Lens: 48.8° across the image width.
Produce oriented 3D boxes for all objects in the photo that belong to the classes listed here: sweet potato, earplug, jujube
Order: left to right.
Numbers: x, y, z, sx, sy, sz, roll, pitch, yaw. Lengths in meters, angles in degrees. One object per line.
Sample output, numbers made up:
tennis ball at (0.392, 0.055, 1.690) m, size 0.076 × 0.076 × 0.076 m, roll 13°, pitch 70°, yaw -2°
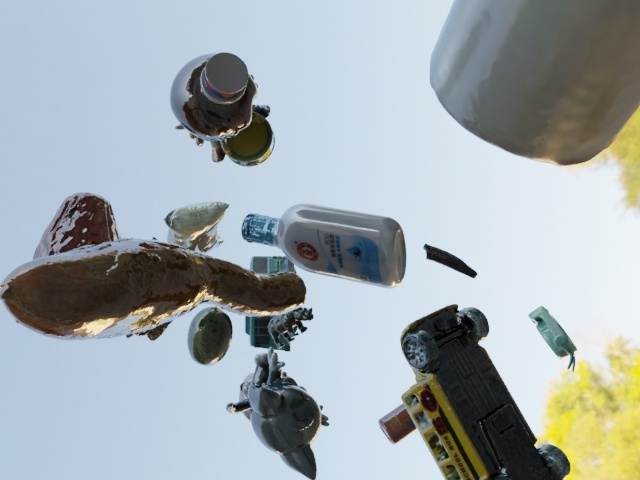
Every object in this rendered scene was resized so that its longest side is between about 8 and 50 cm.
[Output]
jujube at (-0.534, 0.035, 1.560) m, size 0.197 × 0.197 × 0.290 m, roll 35°, pitch -131°, yaw -50°
sweet potato at (-0.171, 0.051, 0.775) m, size 0.385 × 0.109 × 0.109 m, roll 2°, pitch -94°, yaw -51°
earplug at (0.347, -0.336, 0.929) m, size 0.394 × 0.313 × 0.312 m, roll 107°, pitch -174°, yaw -56°

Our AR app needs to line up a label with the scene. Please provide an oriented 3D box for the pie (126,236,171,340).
pie at (-0.250, 0.085, 1.065) m, size 0.092 × 0.034 × 0.170 m, roll 46°, pitch -138°, yaw -33°

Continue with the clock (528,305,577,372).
clock at (0.474, 0.197, 1.412) m, size 0.101 × 0.041 × 0.135 m, roll 32°, pitch -155°, yaw -56°

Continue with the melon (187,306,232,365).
melon at (-0.282, 0.241, 1.797) m, size 0.114 × 0.114 × 0.167 m, roll -18°, pitch -52°, yaw -55°

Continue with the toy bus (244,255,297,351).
toy bus at (-0.136, 0.176, 1.962) m, size 0.128 × 0.147 × 0.256 m, roll -98°, pitch 11°, yaw -62°

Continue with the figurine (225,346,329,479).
figurine at (-0.090, 0.284, 1.251) m, size 0.140 × 0.265 × 0.193 m, roll -33°, pitch -67°, yaw -35°

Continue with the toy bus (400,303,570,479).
toy bus at (0.208, 0.253, 0.911) m, size 0.121 × 0.123 × 0.335 m, roll -19°, pitch -106°, yaw -37°

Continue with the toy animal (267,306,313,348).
toy animal at (-0.058, 0.165, 1.434) m, size 0.047 × 0.136 × 0.065 m, roll -22°, pitch -103°, yaw -44°

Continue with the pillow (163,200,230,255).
pillow at (-0.282, -0.017, 1.611) m, size 0.144 × 0.254 × 0.078 m, roll -22°, pitch -105°, yaw -18°

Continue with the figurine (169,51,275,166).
figurine at (-0.162, -0.223, 1.181) m, size 0.161 × 0.158 × 0.275 m, roll -49°, pitch -11°, yaw -1°

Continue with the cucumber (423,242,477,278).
cucumber at (0.290, 0.045, 1.579) m, size 0.033 × 0.135 × 0.034 m, roll -51°, pitch -19°, yaw -76°

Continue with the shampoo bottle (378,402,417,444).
shampoo bottle at (0.275, 0.459, 1.932) m, size 0.244 × 0.085 × 0.085 m, roll -34°, pitch -58°, yaw -10°

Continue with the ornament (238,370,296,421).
ornament at (-0.145, 0.441, 2.014) m, size 0.177 × 0.177 × 0.177 m, roll 6°, pitch -97°, yaw -56°

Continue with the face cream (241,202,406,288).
face cream at (0.000, 0.000, 1.384) m, size 0.080 × 0.337 × 0.163 m, roll -55°, pitch -34°, yaw -42°
